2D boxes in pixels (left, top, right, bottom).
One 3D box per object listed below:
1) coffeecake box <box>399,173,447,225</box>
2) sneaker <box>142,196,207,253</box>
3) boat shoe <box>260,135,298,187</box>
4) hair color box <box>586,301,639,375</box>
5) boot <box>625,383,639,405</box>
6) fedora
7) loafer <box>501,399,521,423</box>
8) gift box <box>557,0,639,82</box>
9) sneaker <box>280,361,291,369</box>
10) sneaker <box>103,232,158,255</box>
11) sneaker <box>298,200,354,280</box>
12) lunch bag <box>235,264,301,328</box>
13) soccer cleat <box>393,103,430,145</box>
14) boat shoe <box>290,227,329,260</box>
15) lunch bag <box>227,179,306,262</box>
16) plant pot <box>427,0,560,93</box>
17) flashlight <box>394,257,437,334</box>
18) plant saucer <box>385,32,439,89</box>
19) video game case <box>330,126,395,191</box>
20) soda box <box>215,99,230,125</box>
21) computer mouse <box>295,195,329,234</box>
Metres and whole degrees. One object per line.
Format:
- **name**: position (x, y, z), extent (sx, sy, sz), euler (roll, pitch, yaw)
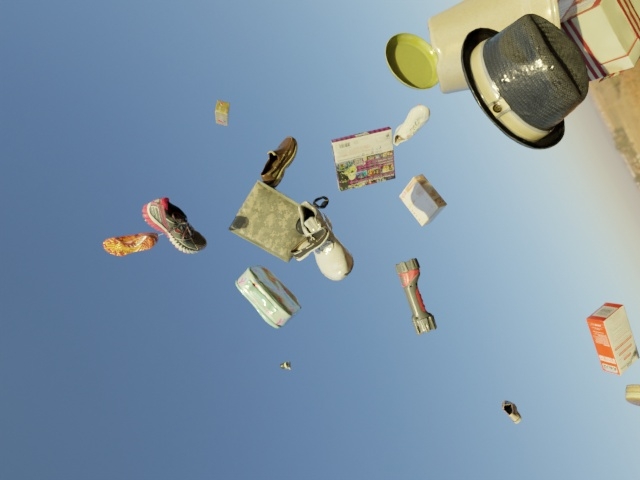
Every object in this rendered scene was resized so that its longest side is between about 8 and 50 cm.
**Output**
- **coffeecake box**: position (0.468, -0.185, 1.968), extent (0.068, 0.142, 0.186), euler (-20, -114, -33)
- **sneaker**: position (-0.558, -0.052, 1.702), extent (0.299, 0.111, 0.121), euler (45, -153, -44)
- **boat shoe**: position (-0.175, -0.347, 1.799), extent (0.095, 0.095, 0.258), euler (46, -124, -46)
- **hair color box**: position (0.789, 0.264, 1.156), extent (0.093, 0.053, 0.167), euler (-27, -80, -21)
- **boot**: position (0.805, 0.283, 0.991), extent (0.261, 0.095, 0.204), euler (7, -106, -14)
- **fedora**: position (0.482, -0.379, 0.966), extent (0.333, 0.152, 0.334), euler (10, -113, -25)
- **loafer**: position (0.663, 0.591, 1.504), extent (0.039, 0.045, 0.125), euler (41, -172, -2)
- **gift box**: position (0.845, -0.632, 1.345), extent (0.258, 0.255, 0.276), euler (41, -102, -21)
- **sneaker**: position (-0.143, 0.509, 1.748), extent (0.083, 0.035, 0.031), euler (65, -162, -64)
- **sneaker**: position (-0.603, 0.010, 1.371), extent (0.067, 0.174, 0.064), euler (-91, -3, -72)
- **sneaker**: position (0.000, 0.000, 1.311), extent (0.129, 0.111, 0.297), euler (46, -170, -51)
- **lunch bag**: position (-0.217, 0.224, 1.755), extent (0.279, 0.108, 0.224), euler (45, -169, 7)
- **soccer cleat**: position (0.298, -0.374, 1.406), extent (0.068, 0.196, 0.076), euler (27, -107, -8)
- **boat shoe**: position (-0.031, 0.005, 1.213), extent (0.038, 0.125, 0.046), euler (43, -167, -39)
- **lunch bag**: position (-0.183, -0.074, 1.723), extent (0.286, 0.235, 0.169), euler (31, -179, -5)
- **plant pot**: position (0.478, -0.572, 1.227), extent (0.334, 0.305, 0.334), euler (-11, -90, -70)
- **flashlight**: position (0.406, 0.230, 1.795), extent (0.103, 0.103, 0.304), euler (-1, -110, -63)
- **plant saucer**: position (0.340, -0.658, 1.596), extent (0.240, 0.037, 0.241), euler (6, -108, -18)
- **video game case**: position (0.167, -0.310, 1.646), extent (0.042, 0.231, 0.210), euler (-106, 3, -54)
- **soda box**: position (-0.472, -0.613, 2.070), extent (0.061, 0.181, 0.058), euler (11, -94, -12)
- **computer mouse**: position (-0.023, -0.105, 1.655), extent (0.071, 0.041, 0.242), euler (42, -133, -9)
